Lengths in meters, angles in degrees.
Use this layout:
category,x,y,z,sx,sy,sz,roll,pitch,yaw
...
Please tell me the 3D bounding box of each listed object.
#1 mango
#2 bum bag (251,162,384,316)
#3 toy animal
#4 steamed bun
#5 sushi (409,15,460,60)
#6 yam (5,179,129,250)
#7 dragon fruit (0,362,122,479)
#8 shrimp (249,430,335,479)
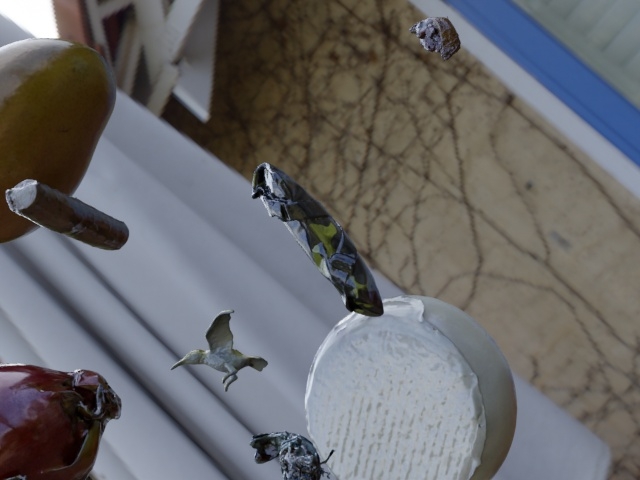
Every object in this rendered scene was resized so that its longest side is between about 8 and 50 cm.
category,x,y,z,sx,sy,sz,roll,pitch,yaw
mango,-0.481,-0.169,1.633,0.378,0.221,0.264,-50,-46,-16
bum bag,0.000,0.000,1.224,0.060,0.232,0.107,-41,-2,0
toy animal,-0.181,0.216,1.811,0.155,0.095,0.219,-28,-30,-20
steamed bun,0.165,0.272,1.746,0.374,0.374,0.241,-51,-20,24
sushi,0.159,-0.286,1.422,0.047,0.099,0.050,-14,-61,-17
yam,-0.309,-0.030,1.271,0.057,0.057,0.241,-49,-20,3
dragon fruit,-0.387,0.261,1.200,0.315,0.250,0.250,-39,-4,6
shrimp,-0.031,0.262,1.273,0.076,0.082,0.174,-25,14,-20
